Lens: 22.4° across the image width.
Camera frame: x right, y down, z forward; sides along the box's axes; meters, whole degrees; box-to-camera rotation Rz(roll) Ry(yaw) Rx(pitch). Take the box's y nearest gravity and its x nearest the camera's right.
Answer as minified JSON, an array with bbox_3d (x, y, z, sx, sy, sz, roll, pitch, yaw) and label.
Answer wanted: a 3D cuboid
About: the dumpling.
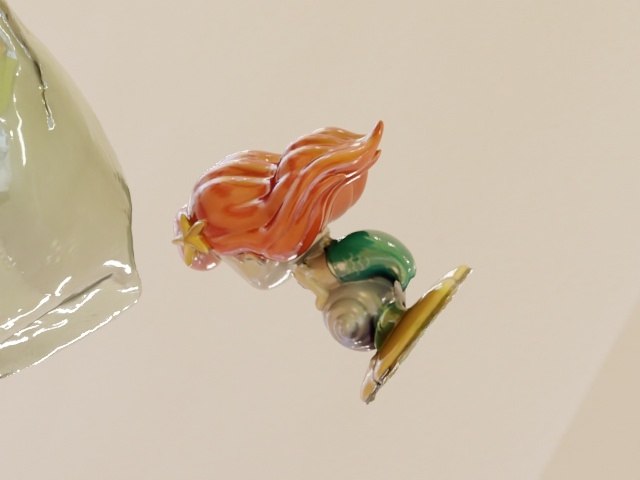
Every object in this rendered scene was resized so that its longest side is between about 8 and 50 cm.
[{"bbox_3d":[-0.249,-0.013,0.996,0.181,0.260,0.341,47,-16,16],"label":"dumpling"}]

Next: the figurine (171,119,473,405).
[{"bbox_3d":[0.002,-0.001,1.493,0.257,0.181,0.208,37,-26,5],"label":"figurine"}]
